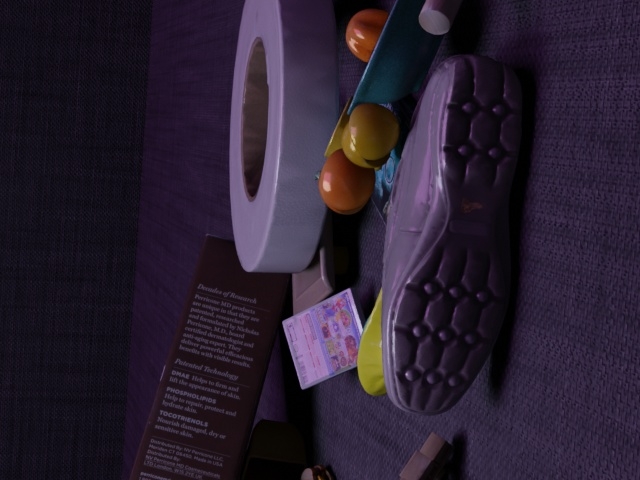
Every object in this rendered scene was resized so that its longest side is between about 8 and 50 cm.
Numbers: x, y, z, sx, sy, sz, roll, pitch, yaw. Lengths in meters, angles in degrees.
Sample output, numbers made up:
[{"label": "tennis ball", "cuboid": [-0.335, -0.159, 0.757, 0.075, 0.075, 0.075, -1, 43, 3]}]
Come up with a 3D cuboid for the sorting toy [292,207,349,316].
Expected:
[{"label": "sorting toy", "cuboid": [0.000, 0.000, 1.634, 0.196, 0.047, 0.347, 126, 143, -69]}]

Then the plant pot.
[{"label": "plant pot", "cuboid": [-0.064, 0.290, 1.745, 0.083, 0.081, 0.081, -90, 13, -48]}]

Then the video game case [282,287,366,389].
[{"label": "video game case", "cuboid": [0.009, 0.116, 1.507, 0.122, 0.011, 0.087, -29, 72, 41]}]

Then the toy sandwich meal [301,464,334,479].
[{"label": "toy sandwich meal", "cuboid": [-0.002, 0.322, 1.604, 0.085, 0.029, 0.085, -177, 90, -74]}]

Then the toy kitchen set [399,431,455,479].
[{"label": "toy kitchen set", "cuboid": [0.119, 0.240, 1.216, 0.083, 0.075, 0.068, -56, -27, -5]}]

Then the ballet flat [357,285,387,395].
[{"label": "ballet flat", "cuboid": [0.092, 0.071, 1.262, 0.077, 0.077, 0.231, 44, 129, 48]}]

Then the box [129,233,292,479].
[{"label": "box", "cuboid": [-0.149, 0.205, 1.736, 0.191, 0.143, 0.381, 109, 178, -59]}]

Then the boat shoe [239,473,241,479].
[{"label": "boat shoe", "cuboid": [-0.121, 0.372, 1.860, 0.183, 0.065, 0.083, 5, -100, -72]}]

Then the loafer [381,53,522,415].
[{"label": "loafer", "cuboid": [0.113, -0.005, 1.146, 0.111, 0.112, 0.319, -151, 73, -78]}]

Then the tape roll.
[{"label": "tape roll", "cuboid": [-0.053, -0.152, 1.616, 0.392, 0.072, 0.392, -177, 90, -78]}]

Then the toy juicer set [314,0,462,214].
[{"label": "toy juicer set", "cuboid": [0.059, -0.171, 1.206, 0.209, 0.089, 0.329, -65, 0, -54]}]

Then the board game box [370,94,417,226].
[{"label": "board game box", "cuboid": [0.077, -0.103, 1.416, 0.186, 0.026, 0.126, -113, 31, -57]}]
